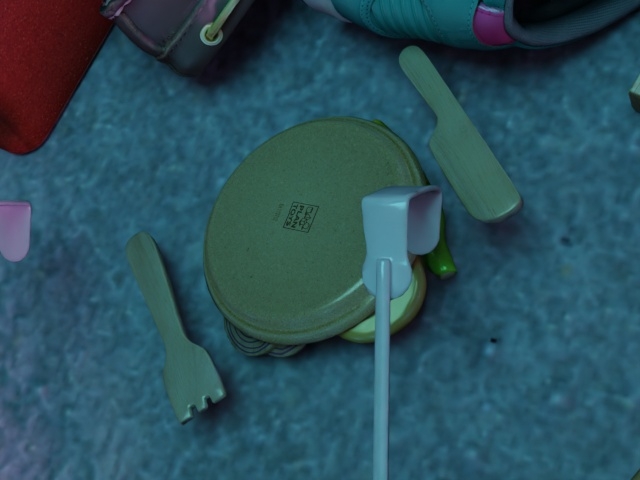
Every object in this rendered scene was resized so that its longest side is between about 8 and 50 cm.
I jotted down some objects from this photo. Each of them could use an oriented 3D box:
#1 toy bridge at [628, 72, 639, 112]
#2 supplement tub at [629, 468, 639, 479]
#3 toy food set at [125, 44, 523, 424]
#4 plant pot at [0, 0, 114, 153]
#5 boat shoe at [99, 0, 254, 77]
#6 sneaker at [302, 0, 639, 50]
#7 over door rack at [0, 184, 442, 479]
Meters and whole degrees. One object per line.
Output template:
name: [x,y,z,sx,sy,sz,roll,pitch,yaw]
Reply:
toy bridge: [0.223,-0.129,0.622,0.063,0.026,0.188,31,81,25]
supplement tub: [0.137,0.206,0.389,0.241,0.241,0.331,40,86,29]
toy food set: [0.000,0.000,0.648,0.192,0.038,0.132,-33,54,11]
plant pot: [-0.248,-0.247,0.725,0.267,0.236,0.267,23,78,27]
boat shoe: [-0.001,-0.232,0.709,0.324,0.097,0.116,-50,21,-9]
sneaker: [0.129,-0.210,0.633,0.178,0.124,0.295,32,89,33]
over door rack: [-0.084,0.125,0.556,0.239,0.108,0.324,0,78,19]
